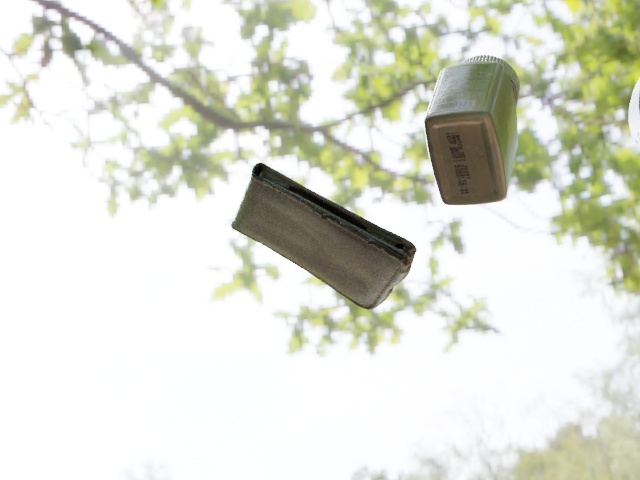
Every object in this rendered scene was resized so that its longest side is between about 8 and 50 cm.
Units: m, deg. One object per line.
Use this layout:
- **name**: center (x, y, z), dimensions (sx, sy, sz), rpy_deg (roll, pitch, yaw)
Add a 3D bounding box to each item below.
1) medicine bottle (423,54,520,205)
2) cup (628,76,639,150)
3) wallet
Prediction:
- **medicine bottle**: center (0.191, -0.146, 1.563), dimensions (0.088, 0.188, 0.132), rpy_deg (-5, -57, 20)
- **cup**: center (0.455, -0.130, 1.422), dimensions (0.185, 0.241, 0.226), rpy_deg (-45, -1, 1)
- **wallet**: center (0.001, -0.002, 1.543), dimensions (0.222, 0.036, 0.167), rpy_deg (30, -26, 1)
